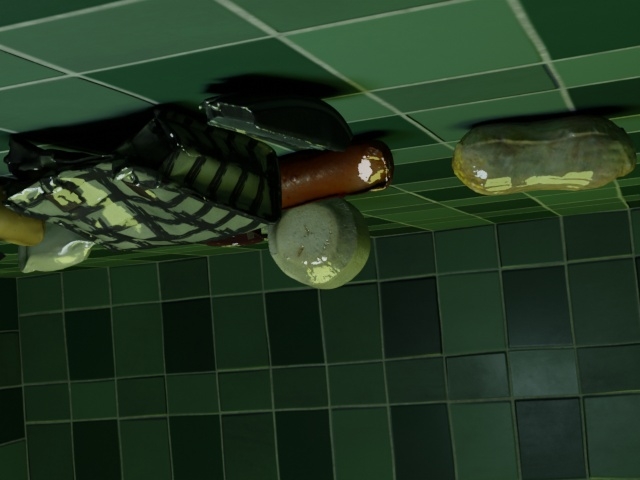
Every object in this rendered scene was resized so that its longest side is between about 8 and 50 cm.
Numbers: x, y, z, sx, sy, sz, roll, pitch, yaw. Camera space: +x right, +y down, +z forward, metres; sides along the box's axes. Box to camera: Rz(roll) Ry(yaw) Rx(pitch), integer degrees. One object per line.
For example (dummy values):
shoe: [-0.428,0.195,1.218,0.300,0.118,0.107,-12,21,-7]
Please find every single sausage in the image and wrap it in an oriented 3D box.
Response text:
sausage: [0.008,-0.121,1.744,0.102,0.102,0.330,-1,174,-43]

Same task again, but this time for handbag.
handbag: [-0.271,-0.087,1.488,0.325,0.162,0.327,-9,169,23]

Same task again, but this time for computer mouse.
computer mouse: [-0.054,-0.168,1.272,0.231,0.071,0.126,11,-179,-37]

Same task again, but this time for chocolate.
chocolate: [0.377,-0.146,1.632,0.309,0.134,0.134,-2,176,4]

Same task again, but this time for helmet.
helmet: [-0.221,-0.050,2.326,0.155,0.106,0.175,-11,168,32]

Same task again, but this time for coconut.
coconut: [0.000,0.000,2.379,0.237,0.237,0.266,-6,173,18]

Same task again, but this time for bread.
bread: [-0.602,-0.057,1.801,0.147,0.098,0.217,23,179,10]

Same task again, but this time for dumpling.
dumpling: [-0.634,-0.002,2.362,0.250,0.162,0.132,-17,137,13]

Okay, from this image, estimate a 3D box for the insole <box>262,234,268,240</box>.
insole: [-0.209,-0.028,2.636,0.248,0.011,0.081,14,-160,-2]

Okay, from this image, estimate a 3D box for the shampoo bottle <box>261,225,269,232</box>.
shampoo bottle: [-0.216,-0.052,2.553,0.284,0.071,0.153,0,-178,-30]

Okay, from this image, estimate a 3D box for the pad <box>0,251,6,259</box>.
pad: [-0.743,-0.056,1.732,0.375,0.063,0.315,21,167,-21]
